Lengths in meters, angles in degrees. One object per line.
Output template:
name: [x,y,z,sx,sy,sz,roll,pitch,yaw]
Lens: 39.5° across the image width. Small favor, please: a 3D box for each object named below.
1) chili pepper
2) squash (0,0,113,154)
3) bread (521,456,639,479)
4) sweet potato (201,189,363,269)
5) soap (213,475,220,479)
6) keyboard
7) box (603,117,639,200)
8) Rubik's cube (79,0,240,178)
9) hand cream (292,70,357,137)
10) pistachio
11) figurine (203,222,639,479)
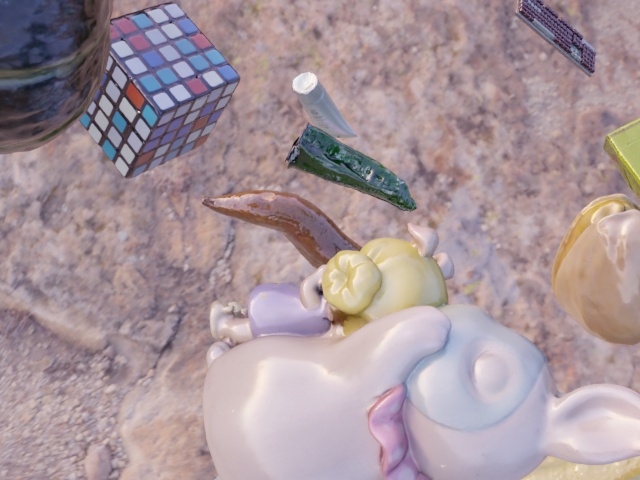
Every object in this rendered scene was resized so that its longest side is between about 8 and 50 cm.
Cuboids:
chili pepper: [0.056,-0.104,1.446,0.226,0.088,0.059,29,35,-5]
squash: [-0.214,-0.179,0.571,0.165,0.252,0.252,6,70,-11]
bread: [0.403,0.260,1.228,0.405,0.346,0.242,-36,62,3]
sweet potato: [0.000,0.000,1.035,0.281,0.067,0.059,33,54,-17]
soap: [-0.031,0.200,0.787,0.198,0.114,0.063,-44,92,0]
keyboard: [0.325,-0.289,1.226,0.165,0.017,0.055,29,55,-30]
box: [0.541,-0.044,1.166,0.187,0.047,0.335,-27,66,1]
Rubik's cube: [-0.272,-0.242,1.427,0.187,0.184,0.182,51,48,7]
hand cream: [0.005,-0.238,1.650,0.205,0.078,0.050,50,41,-60]
pistachio: [0.357,0.044,1.082,0.145,0.201,0.117,-15,39,6]
figurine: [0.060,0.076,0.499,0.127,0.235,0.155,44,33,-59]
